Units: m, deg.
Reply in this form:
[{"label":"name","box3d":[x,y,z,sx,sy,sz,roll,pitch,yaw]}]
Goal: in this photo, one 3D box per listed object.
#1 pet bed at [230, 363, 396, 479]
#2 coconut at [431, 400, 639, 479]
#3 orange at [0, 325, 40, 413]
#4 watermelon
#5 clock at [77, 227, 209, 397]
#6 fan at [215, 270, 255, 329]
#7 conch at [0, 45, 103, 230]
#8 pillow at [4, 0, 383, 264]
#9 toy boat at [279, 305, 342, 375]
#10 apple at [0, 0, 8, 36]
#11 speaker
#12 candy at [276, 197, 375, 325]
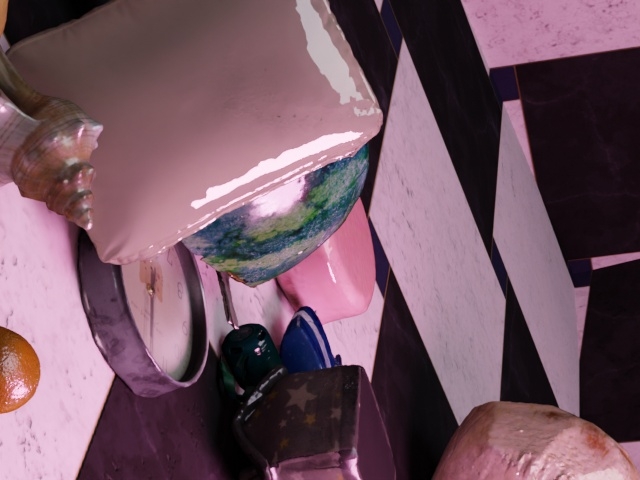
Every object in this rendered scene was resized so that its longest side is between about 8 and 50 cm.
[{"label":"pet bed","box3d":[-0.009,0.270,1.964,0.183,0.159,0.211,-85,163,-47]},{"label":"coconut","box3d":[0.342,0.431,2.606,0.415,0.345,0.415,-15,90,-69]},{"label":"orange","box3d":[-0.275,0.108,1.394,0.085,0.085,0.085,-14,90,-73]},{"label":"watermelon","box3d":[-0.096,-0.066,1.845,0.292,0.319,0.222,49,50,-14]},{"label":"clock","box3d":[-0.183,0.052,1.771,0.226,0.049,0.226,-16,90,-73]},{"label":"fan","box3d":[-0.126,-0.014,1.951,0.229,0.011,0.335,52,14,-38]},{"label":"conch","box3d":[-0.283,-0.098,1.509,0.234,0.114,0.137,39,9,1]},{"label":"pillow","box3d":[-0.123,-0.144,1.651,0.255,0.322,0.120,64,-7,-7]},{"label":"toy boat","box3d":[0.006,0.185,2.233,0.291,0.070,0.210,-36,115,-75]},{"label":"apple","box3d":[-0.332,-0.198,1.290,0.200,0.200,0.200,-14,90,-73]},{"label":"speaker","box3d":[-0.091,0.151,1.987,0.094,0.060,0.075,-41,122,-31]},{"label":"candy","box3d":[0.000,0.000,2.303,0.255,0.094,0.255,-15,90,-73]}]
